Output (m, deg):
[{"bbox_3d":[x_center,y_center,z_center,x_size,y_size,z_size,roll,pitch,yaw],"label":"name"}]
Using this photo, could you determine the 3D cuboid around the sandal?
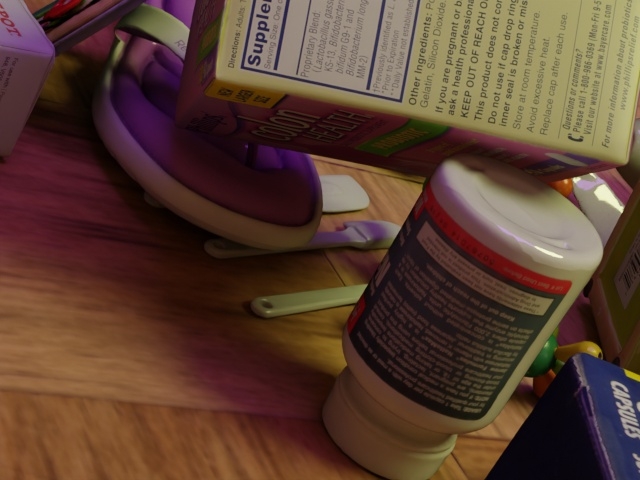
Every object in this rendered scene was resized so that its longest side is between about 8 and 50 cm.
[{"bbox_3d":[-0.086,-0.136,1.105,0.169,0.102,0.416,13,28,-20],"label":"sandal"}]

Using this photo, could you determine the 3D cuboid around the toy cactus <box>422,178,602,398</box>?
[{"bbox_3d":[0.124,0.036,1.013,0.181,0.112,0.219,-13,69,-43],"label":"toy cactus"}]

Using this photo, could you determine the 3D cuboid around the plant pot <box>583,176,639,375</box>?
[{"bbox_3d":[0.336,0.037,1.108,0.207,0.228,0.227,18,27,-7],"label":"plant pot"}]

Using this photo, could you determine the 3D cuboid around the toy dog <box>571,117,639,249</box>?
[{"bbox_3d":[0.291,-0.044,1.341,0.334,0.161,0.220,11,30,-5],"label":"toy dog"}]

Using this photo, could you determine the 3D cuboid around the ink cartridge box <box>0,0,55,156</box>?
[{"bbox_3d":[-0.296,-0.137,0.917,0.208,0.086,0.153,6,33,-39],"label":"ink cartridge box"}]

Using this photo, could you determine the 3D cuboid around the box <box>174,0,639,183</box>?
[{"bbox_3d":[0.047,-0.114,0.896,0.243,0.117,0.213,12,-5,-11],"label":"box"}]

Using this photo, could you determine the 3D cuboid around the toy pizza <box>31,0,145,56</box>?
[{"bbox_3d":[-0.147,-0.184,1.048,0.032,0.201,0.201,57,21,-14],"label":"toy pizza"}]

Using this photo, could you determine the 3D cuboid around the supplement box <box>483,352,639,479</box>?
[{"bbox_3d":[0.232,0.233,0.654,0.357,0.195,0.194,23,26,-14],"label":"supplement box"}]

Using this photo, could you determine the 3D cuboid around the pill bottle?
[{"bbox_3d":[0.075,0.050,0.848,0.108,0.180,0.108,24,25,-12],"label":"pill bottle"}]

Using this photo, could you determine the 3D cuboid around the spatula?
[{"bbox_3d":[0.000,0.000,1.054,0.242,0.019,0.168,-4,42,-50],"label":"spatula"}]
